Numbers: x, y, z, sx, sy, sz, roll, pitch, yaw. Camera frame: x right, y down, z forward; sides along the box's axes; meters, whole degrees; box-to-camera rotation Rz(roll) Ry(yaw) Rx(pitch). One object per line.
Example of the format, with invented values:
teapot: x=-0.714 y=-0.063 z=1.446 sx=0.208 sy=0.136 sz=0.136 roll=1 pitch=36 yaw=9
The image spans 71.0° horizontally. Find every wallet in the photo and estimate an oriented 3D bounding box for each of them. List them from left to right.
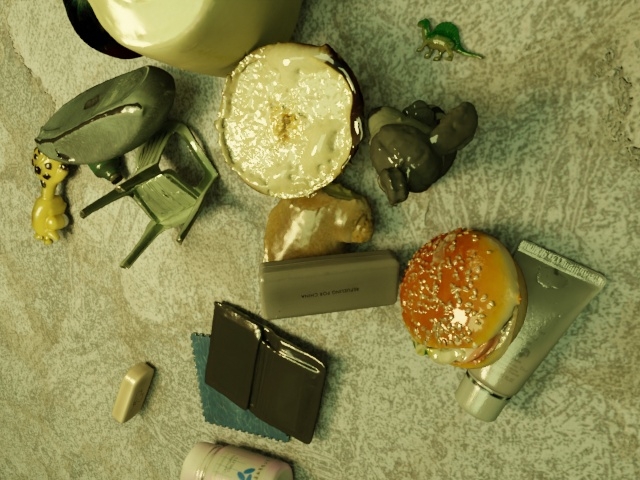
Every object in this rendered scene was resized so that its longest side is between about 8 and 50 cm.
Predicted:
wallet: x=-0.137 y=0.305 z=1.041 sx=0.323 sy=0.041 sz=0.246 roll=21 pitch=112 yaw=22

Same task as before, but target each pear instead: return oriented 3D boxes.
pear: x=-0.031 y=-0.211 z=0.772 sx=0.267 sy=0.178 sz=0.266 roll=8 pitch=114 yaw=19

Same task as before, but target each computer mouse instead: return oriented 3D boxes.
computer mouse: x=-0.444 y=-0.249 z=0.950 sx=0.374 sy=0.203 sz=0.114 roll=-6 pitch=143 yaw=29

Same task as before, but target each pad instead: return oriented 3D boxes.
pad: x=-0.204 y=0.365 z=1.120 sx=0.269 sy=0.012 sz=0.269 roll=0 pitch=105 yaw=26

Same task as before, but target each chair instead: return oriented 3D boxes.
chair: x=-0.351 y=-0.113 z=0.956 sx=0.204 sy=0.274 sz=0.190 roll=-22 pitch=118 yaw=27

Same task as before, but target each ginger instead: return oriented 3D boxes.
ginger: x=0.000 y=0.000 z=0.854 sx=0.222 sy=0.130 sz=0.275 roll=-10 pitch=104 yaw=20

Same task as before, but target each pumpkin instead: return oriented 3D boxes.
pumpkin: x=-0.401 y=-0.477 z=0.884 sx=0.233 sy=0.163 sz=0.232 roll=7 pitch=105 yaw=28

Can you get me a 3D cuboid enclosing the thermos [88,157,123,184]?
thermos: x=-0.543 y=-0.218 z=1.086 sx=0.187 sy=0.083 sz=0.073 roll=51 pitch=140 yaw=3

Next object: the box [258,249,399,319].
box: x=0.015 y=0.078 z=0.793 sx=0.244 sy=0.055 sz=0.103 roll=-6 pitch=120 yaw=-7

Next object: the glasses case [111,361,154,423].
glasses case: x=-0.522 y=0.424 z=1.247 sx=0.050 sy=0.083 sz=0.196 roll=34 pitch=118 yaw=14

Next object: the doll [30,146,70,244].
doll: x=-0.711 y=-0.127 z=1.178 sx=0.117 sy=0.086 sz=0.290 roll=24 pitch=111 yaw=22

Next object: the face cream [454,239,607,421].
face cream: x=0.337 y=0.166 z=0.769 sx=0.143 sy=0.089 sz=0.314 roll=28 pitch=107 yaw=17

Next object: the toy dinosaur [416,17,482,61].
toy dinosaur: x=0.205 y=-0.320 z=0.722 sx=0.120 sy=0.029 sz=0.060 roll=22 pitch=101 yaw=18

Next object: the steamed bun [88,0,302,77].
steamed bun: x=-0.182 y=-0.493 z=0.659 sx=0.290 sy=0.371 sz=0.455 roll=-11 pitch=99 yaw=12

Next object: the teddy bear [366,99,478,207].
teddy bear: x=0.148 y=-0.155 z=0.689 sx=0.171 sy=0.251 sz=0.144 roll=-36 pitch=89 yaw=15

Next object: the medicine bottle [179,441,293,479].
medicine bottle: x=-0.208 y=0.595 z=1.109 sx=0.255 sy=0.152 sz=0.151 roll=6 pitch=107 yaw=25

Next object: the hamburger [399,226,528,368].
hamburger: x=0.228 y=0.091 z=0.732 sx=0.237 sy=0.148 sz=0.236 roll=-11 pitch=76 yaw=54
